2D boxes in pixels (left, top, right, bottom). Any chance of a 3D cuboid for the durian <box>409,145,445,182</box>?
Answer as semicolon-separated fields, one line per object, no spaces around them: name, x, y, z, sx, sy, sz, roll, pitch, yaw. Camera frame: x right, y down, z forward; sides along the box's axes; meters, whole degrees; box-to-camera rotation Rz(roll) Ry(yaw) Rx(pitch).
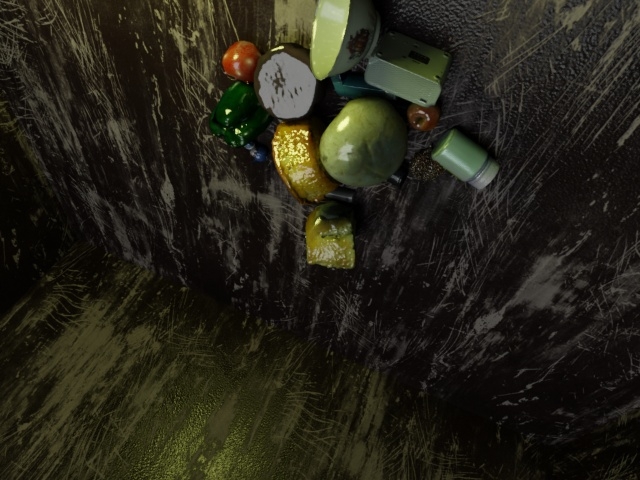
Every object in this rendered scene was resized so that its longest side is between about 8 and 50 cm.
durian;0.423;-0.297;1.821;0.148;0.091;0.188;19;140;17

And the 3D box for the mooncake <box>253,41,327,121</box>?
mooncake;-0.110;-0.599;1.725;0.283;0.141;0.283;9;118;16

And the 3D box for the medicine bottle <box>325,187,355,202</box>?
medicine bottle;0.065;-0.227;2.164;0.199;0.057;0.057;14;141;19

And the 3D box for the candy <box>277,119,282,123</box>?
candy;-0.141;-0.533;1.948;0.103;0.043;0.103;18;142;14

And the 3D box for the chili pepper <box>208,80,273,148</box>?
chili pepper;-0.331;-0.522;1.911;0.233;0.256;0.248;35;151;-14

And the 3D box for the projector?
projector;0.293;-0.569;1.495;0.250;0.198;0.108;24;143;5

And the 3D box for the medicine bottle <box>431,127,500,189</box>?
medicine bottle;0.539;-0.302;1.699;0.225;0.139;0.139;34;143;-7

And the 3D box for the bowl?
bowl;0.093;-0.679;1.468;0.157;0.337;0.337;4;149;-20

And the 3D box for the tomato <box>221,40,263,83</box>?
tomato;-0.301;-0.699;1.776;0.167;0.167;0.167;18;142;15

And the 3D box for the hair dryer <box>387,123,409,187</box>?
hair dryer;0.292;-0.362;1.840;0.197;0.089;0.251;34;131;14

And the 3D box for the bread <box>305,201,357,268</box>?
bread;0.061;-0.055;2.191;0.239;0.395;0.264;2;114;5

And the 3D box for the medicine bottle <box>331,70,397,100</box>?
medicine bottle;0.159;-0.577;1.672;0.258;0.079;0.124;16;143;16

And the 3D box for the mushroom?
mushroom;0.157;-0.361;1.691;0.352;0.352;0.260;78;166;-46

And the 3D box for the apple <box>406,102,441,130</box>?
apple;0.376;-0.459;1.652;0.126;0.102;0.126;23;147;16

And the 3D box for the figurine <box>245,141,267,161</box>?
figurine;-0.317;-0.438;2.159;0.087;0.086;0.149;-38;100;9

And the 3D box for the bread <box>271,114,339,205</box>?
bread;-0.047;-0.331;1.872;0.204;0.358;0.337;-16;170;29
